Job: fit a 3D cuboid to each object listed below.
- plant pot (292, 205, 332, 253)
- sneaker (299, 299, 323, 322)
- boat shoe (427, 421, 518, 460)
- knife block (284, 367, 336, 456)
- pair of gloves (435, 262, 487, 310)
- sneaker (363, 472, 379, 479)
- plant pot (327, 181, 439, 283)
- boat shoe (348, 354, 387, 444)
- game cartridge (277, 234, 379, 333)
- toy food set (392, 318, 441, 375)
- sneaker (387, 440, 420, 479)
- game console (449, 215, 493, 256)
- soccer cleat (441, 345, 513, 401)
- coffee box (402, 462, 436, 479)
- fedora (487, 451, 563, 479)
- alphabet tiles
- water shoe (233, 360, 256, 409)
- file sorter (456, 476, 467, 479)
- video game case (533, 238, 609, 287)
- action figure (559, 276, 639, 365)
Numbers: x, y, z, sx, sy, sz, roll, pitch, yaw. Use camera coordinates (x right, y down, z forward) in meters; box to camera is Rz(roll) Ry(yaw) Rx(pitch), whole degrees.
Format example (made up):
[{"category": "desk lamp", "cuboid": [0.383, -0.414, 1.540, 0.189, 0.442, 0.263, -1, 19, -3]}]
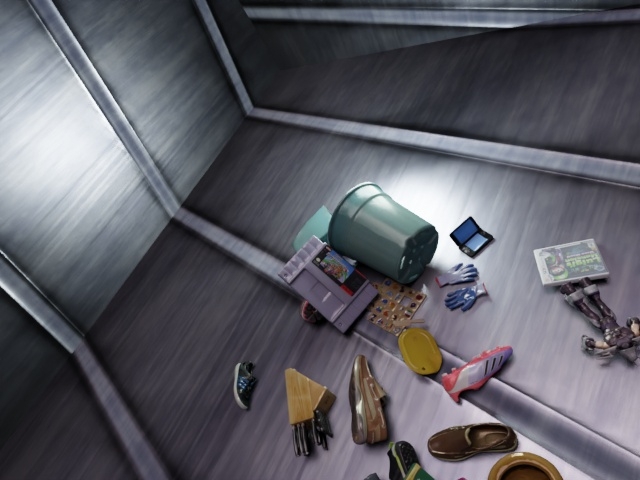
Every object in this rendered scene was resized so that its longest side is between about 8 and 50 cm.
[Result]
[{"category": "plant pot", "cuboid": [0.000, 0.000, 2.004, 0.234, 0.165, 0.165, -41, 42, 6]}, {"category": "sneaker", "cuboid": [0.018, 0.211, 1.840, 0.299, 0.120, 0.112, -44, 14, -18]}, {"category": "boat shoe", "cuboid": [0.428, 0.571, 1.259, 0.258, 0.095, 0.095, -20, 45, 18]}, {"category": "knife block", "cuboid": [-0.068, 0.620, 1.550, 0.276, 0.088, 0.242, 16, 63, 41]}, {"category": "pair of gloves", "cuboid": [0.520, 0.170, 1.606, 0.159, 0.023, 0.198, -26, 43, 15]}, {"category": "sneaker", "cuboid": [0.085, 0.836, 1.268, 0.319, 0.112, 0.131, -46, 60, -6]}, {"category": "plant pot", "cuboid": [0.262, -0.014, 1.736, 0.341, 0.341, 0.334, -47, 51, -11]}, {"category": "boat shoe", "cuboid": [0.162, 0.535, 1.472, 0.117, 0.123, 0.324, 6, 39, -4]}, {"category": "game cartridge", "cuboid": [0.033, 0.169, 1.742, 0.355, 0.068, 0.230, 41, 83, 8]}, {"category": "toy food set", "cuboid": [0.337, 0.381, 1.518, 0.128, 0.071, 0.217, -9, 47, -5]}, {"category": "sneaker", "cuboid": [0.255, 0.716, 1.282, 0.097, 0.084, 0.234, -51, 35, 39]}, {"category": "game console", "cuboid": [0.586, -0.016, 1.688, 0.122, 0.071, 0.107, -41, 42, -3]}, {"category": "soccer cleat", "cuboid": [0.504, 0.416, 1.374, 0.248, 0.083, 0.095, -28, 72, 2]}, {"category": "coffee box", "cuboid": [0.300, 0.717, 1.181, 0.184, 0.040, 0.113, 39, 63, 17]}, {"category": "fedora", "cuboid": [0.538, 0.653, 1.128, 0.195, 0.079, 0.194, -22, 46, 25]}, {"category": "alphabet tiles", "cuboid": [0.268, 0.250, 1.713, 0.237, 0.009, 0.198, 23, 69, 44]}, {"category": "water shoe", "cuboid": [-0.302, 0.577, 1.756, 0.080, 0.073, 0.203, -26, 44, 9]}, {"category": "file sorter", "cuboid": [0.366, 0.740, 1.010, 0.182, 0.202, 0.290, -34, 67, -4]}, {"category": "video game case", "cuboid": [0.834, 0.074, 1.457, 0.191, 0.022, 0.173, -14, 36, 23]}, {"category": "action figure", "cuboid": [0.841, 0.240, 1.283, 0.186, 0.099, 0.284, -22, 48, 6]}]
